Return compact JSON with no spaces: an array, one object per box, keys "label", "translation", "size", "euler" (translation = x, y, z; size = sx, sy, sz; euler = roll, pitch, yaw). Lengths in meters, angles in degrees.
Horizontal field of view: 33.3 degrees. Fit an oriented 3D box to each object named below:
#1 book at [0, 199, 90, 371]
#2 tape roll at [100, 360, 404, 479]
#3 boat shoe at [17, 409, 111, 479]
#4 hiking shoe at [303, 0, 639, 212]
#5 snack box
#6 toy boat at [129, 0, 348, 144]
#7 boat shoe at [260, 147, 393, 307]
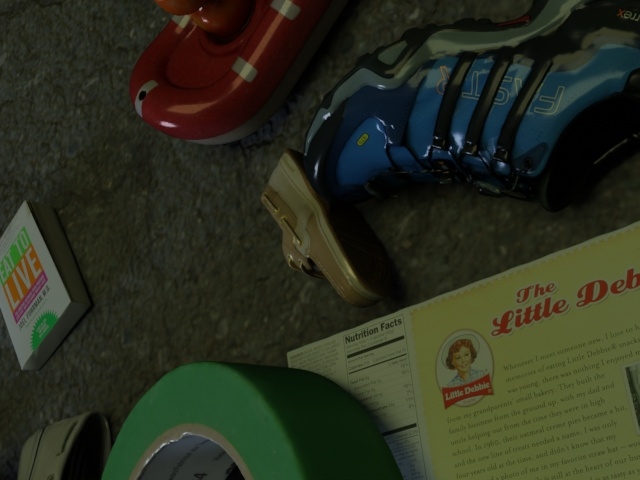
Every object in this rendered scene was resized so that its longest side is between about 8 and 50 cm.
[{"label":"book","translation":[-0.281,0.044,1.058],"size":[0.096,0.035,0.144],"euler":[-50,50,21]},{"label":"tape roll","translation":[-0.060,0.241,0.700],"size":[0.321,0.077,0.321],"euler":[-18,68,53]},{"label":"boat shoe","translation":[-0.206,0.224,0.865],"size":[0.076,0.083,0.226],"euler":[-35,39,14]},{"label":"hiking shoe","translation":[0.111,-0.075,0.702],"size":[0.304,0.113,0.132],"euler":[-24,59,33]},{"label":"snack box","translation":[0.125,0.115,0.655],"size":[0.322,0.060,0.187],"euler":[-23,62,33]},{"label":"toy boat","translation":[-0.088,-0.196,0.894],"size":[0.151,0.151,0.231],"euler":[41,102,42]},{"label":"boat shoe","translation":[0.000,0.000,0.811],"size":[0.059,0.063,0.170],"euler":[-50,39,19]}]
